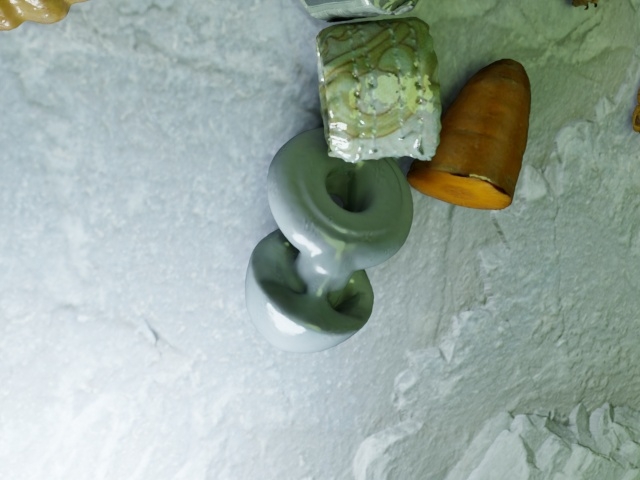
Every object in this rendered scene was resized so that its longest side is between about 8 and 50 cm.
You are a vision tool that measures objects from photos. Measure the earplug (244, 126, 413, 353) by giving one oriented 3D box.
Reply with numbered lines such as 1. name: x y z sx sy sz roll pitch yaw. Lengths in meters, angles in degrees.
1. earplug: 0.003 0.001 0.930 0.214 0.175 0.325 20 88 -14

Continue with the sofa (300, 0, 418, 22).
1. sofa: 0.047 -0.393 0.804 0.176 0.210 0.225 -37 114 -13

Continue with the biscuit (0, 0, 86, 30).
1. biscuit: -0.341 -0.386 0.685 0.326 0.107 0.325 -7 106 -26

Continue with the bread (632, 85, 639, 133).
1. bread: 0.646 -0.231 1.159 0.143 0.158 0.149 9 105 -28

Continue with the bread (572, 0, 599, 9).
1. bread: 0.482 -0.444 0.970 0.160 0.260 0.147 -29 102 -21

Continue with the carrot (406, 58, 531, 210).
1. carrot: 0.240 -0.170 1.000 0.159 0.159 0.225 23 85 -29

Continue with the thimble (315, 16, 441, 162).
1. thimble: 0.073 -0.189 0.864 0.143 0.137 0.190 -7 86 -3
